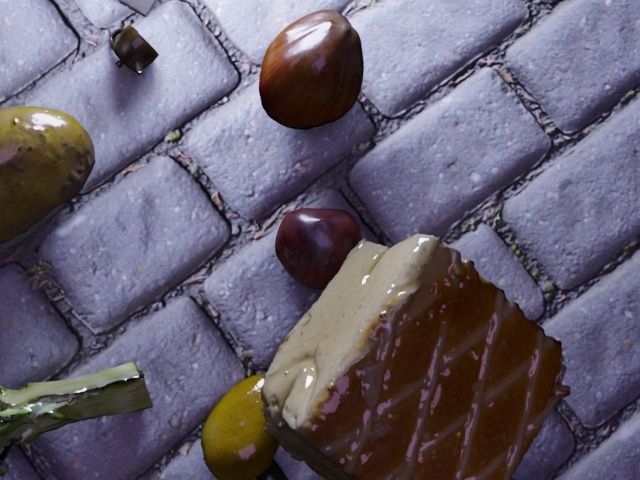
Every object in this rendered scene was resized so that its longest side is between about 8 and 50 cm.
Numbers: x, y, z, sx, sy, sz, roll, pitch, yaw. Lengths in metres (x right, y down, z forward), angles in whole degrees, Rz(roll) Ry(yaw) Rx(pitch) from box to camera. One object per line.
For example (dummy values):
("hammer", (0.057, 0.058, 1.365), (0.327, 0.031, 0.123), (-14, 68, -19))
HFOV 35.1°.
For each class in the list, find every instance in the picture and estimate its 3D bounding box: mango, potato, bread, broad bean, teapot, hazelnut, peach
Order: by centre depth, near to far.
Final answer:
("bread", (0.143, 0.236, 1.617), (0.371, 0.279, 0.390), (40, 77, -22))
("potato", (-0.507, -0.119, 1.684), (0.266, 0.229, 0.229), (-22, 84, -4))
("mango", (-0.122, 0.315, 1.702), (0.137, 0.098, 0.195), (22, 65, 29))
("broad bean", (-0.070, 0.446, 1.720), (0.061, 0.046, 0.195), (-12, 85, 9))
("peach", (0.000, 0.000, 1.746), (0.152, 0.152, 0.152), (1, 81, -5))
("hazelnut", (-0.005, -0.290, 1.766), (0.210, 0.210, 0.186), (-31, 124, -9))
("teapot", (-0.341, -0.339, 1.804), (0.068, 0.076, 0.121), (-44, 60, -1))

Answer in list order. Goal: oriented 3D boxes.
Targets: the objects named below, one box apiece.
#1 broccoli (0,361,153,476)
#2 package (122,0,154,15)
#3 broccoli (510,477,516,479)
("broccoli", (-0.470, 0.271, 1.662), (0.362, 0.252, 0.221), (-9, 85, -42))
("package", (-0.340, -0.567, 1.844), (0.204, 0.062, 0.250), (29, 84, 1))
("broccoli", (0.277, 0.538, 1.639), (0.235, 0.288, 0.260), (49, 118, 4))
